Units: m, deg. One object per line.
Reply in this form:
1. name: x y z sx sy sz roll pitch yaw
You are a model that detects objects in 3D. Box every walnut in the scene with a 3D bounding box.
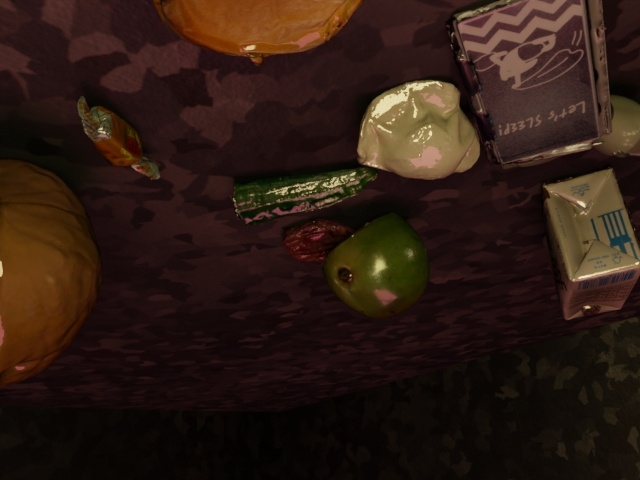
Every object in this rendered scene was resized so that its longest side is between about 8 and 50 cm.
1. walnut: -0.473 0.056 0.808 0.354 0.307 0.398 8 151 -31

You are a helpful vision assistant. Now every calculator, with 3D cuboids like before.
1. calculator: 0.264 -0.189 0.765 0.166 0.028 0.274 -11 144 21

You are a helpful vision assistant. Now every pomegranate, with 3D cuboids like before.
1. pomegranate: 0.116 0.066 1.173 0.190 0.159 0.241 -35 167 -5

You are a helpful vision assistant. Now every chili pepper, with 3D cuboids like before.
1. chili pepper: -0.021 -0.080 0.971 0.227 0.059 0.088 -14 152 7

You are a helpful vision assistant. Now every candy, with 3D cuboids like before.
1. candy: -0.259 -0.125 0.785 0.047 0.053 0.182 -12 159 10

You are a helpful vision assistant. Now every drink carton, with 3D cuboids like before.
1. drink carton: 0.513 0.019 1.210 0.132 0.194 0.324 -13 157 15

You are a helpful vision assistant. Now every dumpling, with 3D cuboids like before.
1. dumpling: 0.140 -0.151 0.833 0.170 0.099 0.134 13 120 3

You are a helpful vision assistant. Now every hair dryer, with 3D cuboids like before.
1. hair dryer: 0.428 -0.143 0.953 0.219 0.088 0.225 4 164 -18

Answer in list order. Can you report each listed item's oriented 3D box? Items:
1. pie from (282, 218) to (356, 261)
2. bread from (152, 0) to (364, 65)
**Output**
1. pie: 0.000 0.000 1.193 0.154 0.038 0.153 -7 154 -3
2. bread: -0.049 -0.244 0.513 0.199 0.104 0.199 -10 161 -3
